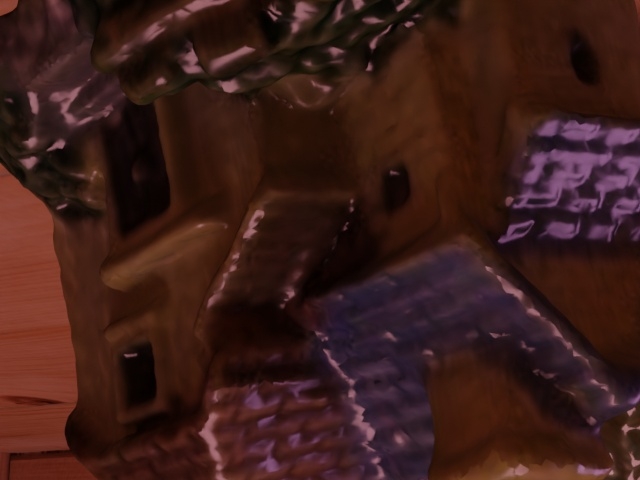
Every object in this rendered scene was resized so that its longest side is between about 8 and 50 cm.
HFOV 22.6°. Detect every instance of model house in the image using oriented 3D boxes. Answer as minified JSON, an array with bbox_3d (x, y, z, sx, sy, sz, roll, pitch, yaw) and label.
[{"bbox_3d":[0.000,0.000,0.716,0.261,0.266,0.321,1,162,-39],"label":"model house"}]

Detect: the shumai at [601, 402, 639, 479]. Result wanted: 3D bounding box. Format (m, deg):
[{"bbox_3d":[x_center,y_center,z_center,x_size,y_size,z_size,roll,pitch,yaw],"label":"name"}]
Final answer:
[{"bbox_3d":[0.249,0.052,0.945,0.395,0.395,0.348,-11,140,40],"label":"shumai"}]
